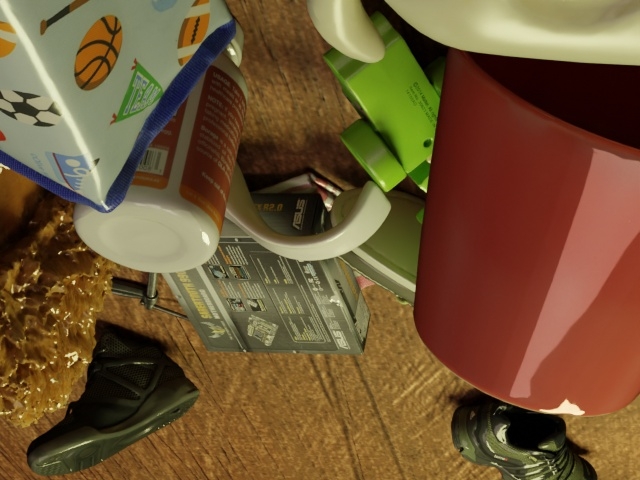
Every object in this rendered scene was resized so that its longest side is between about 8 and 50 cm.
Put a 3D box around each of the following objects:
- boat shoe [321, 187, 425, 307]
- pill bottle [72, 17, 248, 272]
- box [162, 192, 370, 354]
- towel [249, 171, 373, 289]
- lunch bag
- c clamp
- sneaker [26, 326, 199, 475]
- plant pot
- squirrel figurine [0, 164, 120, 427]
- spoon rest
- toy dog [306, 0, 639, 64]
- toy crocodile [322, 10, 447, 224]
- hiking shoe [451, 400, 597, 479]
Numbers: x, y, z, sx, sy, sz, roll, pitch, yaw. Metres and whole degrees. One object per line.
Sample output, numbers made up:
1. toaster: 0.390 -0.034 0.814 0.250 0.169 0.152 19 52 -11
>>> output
1. boat shoe: 0.123 0.037 1.577 0.305 0.109 0.091 21 143 -27
2. pill bottle: -0.127 -0.092 1.320 0.121 0.216 0.121 8 150 5
3. box: -0.062 0.037 1.629 0.183 0.056 0.231 0 146 18
4. towel: 0.000 0.000 1.627 0.144 0.029 0.197 -21 138 40
5. lunch bag: -0.277 -0.245 1.077 0.385 0.239 0.328 24 156 21
6. c clamp: -0.205 0.035 1.758 0.137 0.022 0.161 13 152 4
7. sneaker: -0.269 0.190 1.882 0.130 0.227 0.087 51 149 18
8. plant pot: 0.197 -0.016 1.219 0.275 0.275 0.243 13 118 -6
9. squirrel figurine: -0.358 0.031 1.440 0.397 0.370 0.281 27 145 -28
10. spoon rest: -0.076 -0.045 1.458 0.276 0.084 0.137 16 164 27
11. toy dog: 0.232 -0.183 0.972 0.408 0.285 0.395 21 124 -35
12. toy crocodile: 0.102 -0.079 1.402 0.115 0.105 0.340 -43 134 2
13. hiking shoe: 0.272 0.263 1.940 0.227 0.086 0.114 28 149 -27
